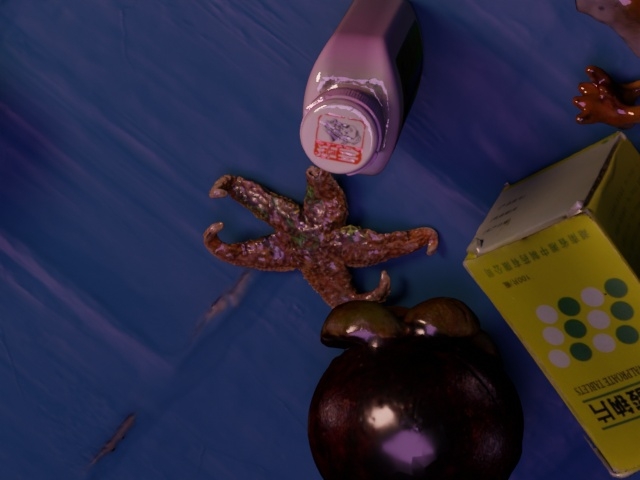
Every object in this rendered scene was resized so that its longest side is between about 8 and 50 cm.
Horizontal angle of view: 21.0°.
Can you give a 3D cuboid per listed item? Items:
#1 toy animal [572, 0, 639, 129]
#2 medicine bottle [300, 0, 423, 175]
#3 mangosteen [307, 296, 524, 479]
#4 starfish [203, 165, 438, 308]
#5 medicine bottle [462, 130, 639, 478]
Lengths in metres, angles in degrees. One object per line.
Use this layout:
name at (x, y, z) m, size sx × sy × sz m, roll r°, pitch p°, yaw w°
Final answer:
toy animal at (0.359, -0.149, 1.387) m, size 0.302 × 0.225 × 0.284 m, roll -21°, pitch 129°, yaw 33°
medicine bottle at (0.033, -0.117, 1.388) m, size 0.078 × 0.219 × 0.115 m, roll 7°, pitch 114°, yaw 8°
mangosteen at (0.084, 0.153, 1.521) m, size 0.209 × 0.210 × 0.210 m, roll 4°, pitch 114°, yaw 10°
starfish at (0.001, -0.006, 1.550) m, size 0.209 × 0.053 × 0.150 m, roll 2°, pitch 127°, yaw 6°
medicine bottle at (0.250, 0.056, 1.452) m, size 0.137 × 0.141 × 0.250 m, roll -27°, pitch 108°, yaw 35°
